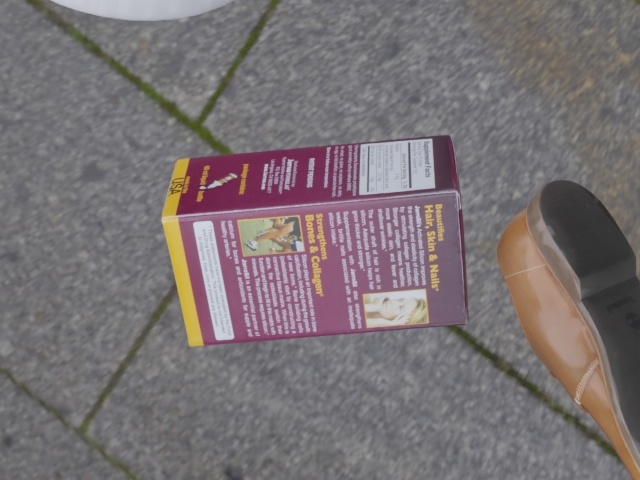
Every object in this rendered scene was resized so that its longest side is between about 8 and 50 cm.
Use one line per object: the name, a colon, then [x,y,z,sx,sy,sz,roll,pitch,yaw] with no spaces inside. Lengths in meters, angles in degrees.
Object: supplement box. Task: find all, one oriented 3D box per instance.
supplement box: [0.000,0.000,0.874,0.188,0.081,0.104,-5,123,5]

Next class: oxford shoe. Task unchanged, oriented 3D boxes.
oxford shoe: [0.168,0.073,0.783,0.076,0.076,0.212,-46,59,48]

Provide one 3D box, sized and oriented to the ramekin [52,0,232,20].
ramekin: [-0.132,-0.289,0.950,0.277,0.277,0.135,31,147,8]
